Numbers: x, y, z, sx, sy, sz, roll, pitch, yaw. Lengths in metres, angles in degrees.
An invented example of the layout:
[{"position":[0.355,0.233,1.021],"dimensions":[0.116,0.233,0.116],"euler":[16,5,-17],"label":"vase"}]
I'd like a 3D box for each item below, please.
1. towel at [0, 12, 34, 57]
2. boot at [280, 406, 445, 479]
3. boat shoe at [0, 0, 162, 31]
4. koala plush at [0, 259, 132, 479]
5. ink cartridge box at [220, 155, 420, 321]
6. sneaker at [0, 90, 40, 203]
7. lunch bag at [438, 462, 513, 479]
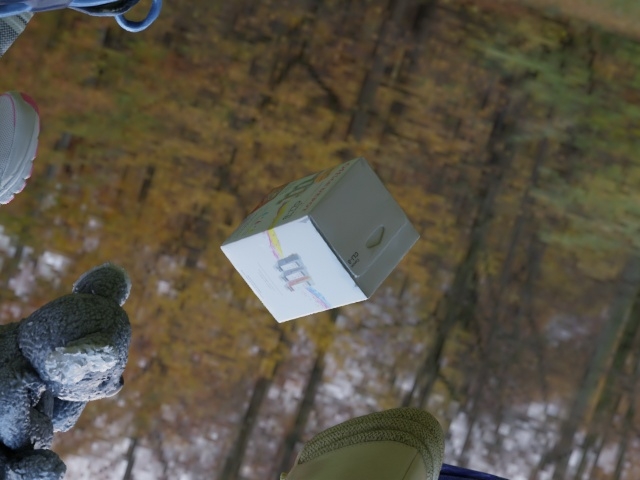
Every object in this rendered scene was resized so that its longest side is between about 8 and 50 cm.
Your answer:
[{"position":[-0.306,-0.138,0.714],"dimensions":[0.056,0.312,0.324],"euler":[19,164,44],"label":"towel"},{"position":[-0.033,0.221,0.853],"dimensions":[0.095,0.262,0.203],"euler":[42,-155,-4],"label":"boot"},{"position":[-0.105,-0.146,0.601],"dimensions":[0.109,0.089,0.258],"euler":[45,-156,11],"label":"boat shoe"},{"position":[-0.290,0.130,1.478],"dimensions":[0.203,0.221,0.196],"euler":[45,-155,-21],"label":"koala plush"},{"position":[0.000,0.000,1.658],"dimensions":[0.176,0.128,0.127],"euler":[-17,114,48],"label":"ink cartridge box"},{"position":[-0.414,-0.074,1.534],"dimensions":[0.111,0.252,0.103],"euler":[36,-169,-47],"label":"sneaker"},{"position":[0.049,0.387,1.261],"dimensions":[0.385,0.328,0.239],"euler":[-10,-163,18],"label":"lunch bag"}]
